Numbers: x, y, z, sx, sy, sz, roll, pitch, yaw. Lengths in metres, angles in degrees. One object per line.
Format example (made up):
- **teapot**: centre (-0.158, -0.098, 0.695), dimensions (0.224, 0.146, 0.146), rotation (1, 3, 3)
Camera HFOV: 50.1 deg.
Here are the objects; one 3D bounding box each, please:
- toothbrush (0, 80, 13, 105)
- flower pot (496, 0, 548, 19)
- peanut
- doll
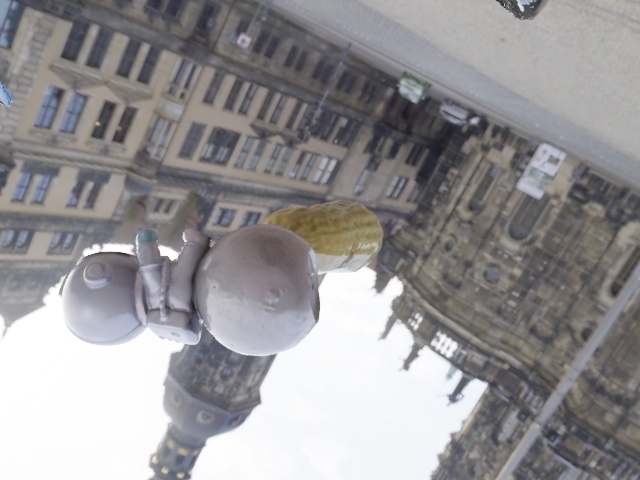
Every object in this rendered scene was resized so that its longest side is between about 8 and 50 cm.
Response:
- **toothbrush**: centre (-0.636, -0.354, 1.136), dimensions (0.042, 0.035, 0.413), rotation (30, 163, 26)
- **flower pot**: centre (0.137, -0.394, 0.509), dimensions (0.379, 0.251, 0.379), rotation (45, -158, -24)
- **peanut**: centre (0.000, 0.000, 1.193), dimensions (0.147, 0.147, 0.306), rotation (34, -159, 25)
- **doll**: centre (-0.147, 0.059, 0.747), dimensions (0.287, 0.150, 0.151), rotation (-4, -167, 5)
